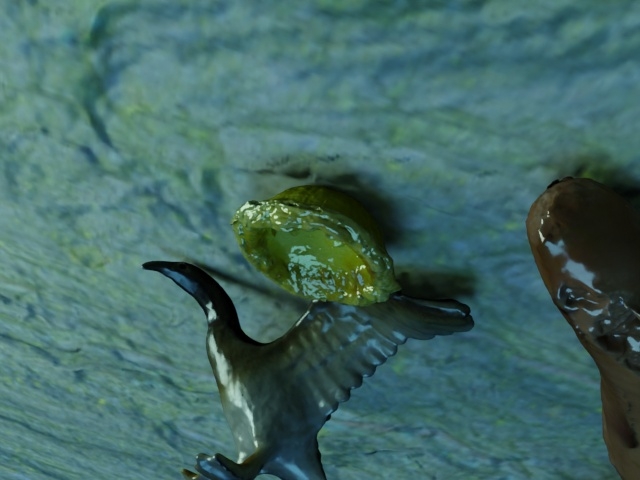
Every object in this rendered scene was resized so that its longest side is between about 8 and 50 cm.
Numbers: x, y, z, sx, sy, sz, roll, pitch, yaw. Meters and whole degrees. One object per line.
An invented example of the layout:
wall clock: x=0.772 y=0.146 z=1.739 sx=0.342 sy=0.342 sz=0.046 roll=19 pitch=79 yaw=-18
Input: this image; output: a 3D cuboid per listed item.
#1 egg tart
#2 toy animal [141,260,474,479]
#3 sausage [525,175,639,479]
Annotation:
egg tart: x=0.000 y=0.000 z=0.713 sx=0.105 sy=0.039 sz=0.105 roll=14 pitch=152 yaw=8
toy animal: x=-0.037 y=0.089 z=0.806 sx=0.197 sy=0.160 sz=0.272 roll=29 pitch=143 yaw=-15
sausage: x=0.178 y=0.068 z=0.697 sx=0.078 sy=0.078 sz=0.304 roll=3 pitch=147 yaw=26
